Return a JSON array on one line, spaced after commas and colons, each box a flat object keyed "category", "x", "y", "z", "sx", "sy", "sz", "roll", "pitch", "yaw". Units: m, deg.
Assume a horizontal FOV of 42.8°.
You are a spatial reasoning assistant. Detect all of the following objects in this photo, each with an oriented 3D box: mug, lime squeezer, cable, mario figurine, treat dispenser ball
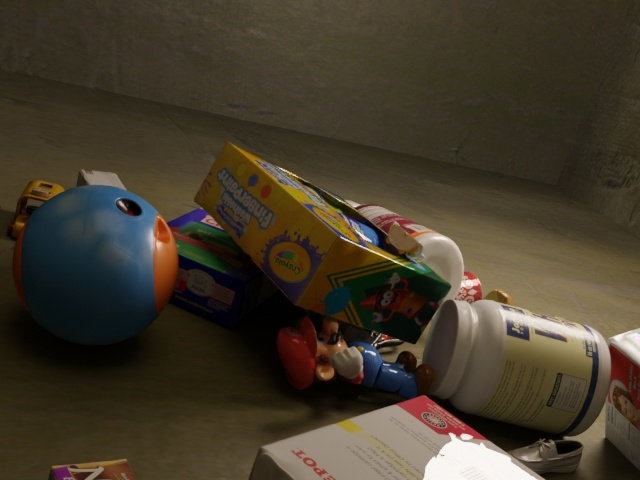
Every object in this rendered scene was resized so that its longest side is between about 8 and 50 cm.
[{"category": "mug", "x": 0.313, "y": 0.148, "z": 2.139, "sx": 0.169, "sy": 0.150, "sz": 0.113, "roll": 0, "pitch": 62, "yaw": -32}, {"category": "lime squeezer", "x": 0.015, "y": 0.178, "z": 1.763, "sx": 0.109, "sy": 0.059, "sz": 0.310, "roll": 3, "pitch": 22, "yaw": 36}, {"category": "cable", "x": 0.111, "y": 0.231, "z": 1.801, "sx": 0.139, "sy": 0.072, "sz": 0.287, "roll": 31, "pitch": 33, "yaw": 4}, {"category": "mario figurine", "x": 0.068, "y": 0.211, "z": 1.576, "sx": 0.320, "sy": 0.198, "sz": 0.170, "roll": 16, "pitch": 59, "yaw": -24}, {"category": "treat dispenser ball", "x": -0.401, "y": 0.044, "z": 1.466, "sx": 0.288, "sy": 0.288, "sz": 0.288, "roll": 16, "pitch": 19, "yaw": -6}]

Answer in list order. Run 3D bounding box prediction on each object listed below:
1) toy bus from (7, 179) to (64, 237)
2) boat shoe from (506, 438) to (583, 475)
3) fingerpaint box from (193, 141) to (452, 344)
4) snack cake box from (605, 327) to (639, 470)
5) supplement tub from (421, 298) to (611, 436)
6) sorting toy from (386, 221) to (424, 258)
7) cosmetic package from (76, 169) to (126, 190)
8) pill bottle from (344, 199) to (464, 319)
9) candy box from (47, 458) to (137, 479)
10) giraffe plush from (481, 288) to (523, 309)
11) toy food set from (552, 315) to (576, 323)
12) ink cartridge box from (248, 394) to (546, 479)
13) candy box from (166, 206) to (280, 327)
[{"category": "toy bus", "x": -0.641, "y": -0.068, "z": 1.846, "sx": 0.202, "sy": 0.105, "sz": 0.191, "roll": 28, "pitch": 22, "yaw": 29}, {"category": "boat shoe", "x": 0.426, "y": 0.405, "z": 1.544, "sx": 0.184, "sy": 0.063, "sz": 0.066, "roll": 9, "pitch": 21, "yaw": -24}, {"category": "fingerpaint box", "x": 0.000, "y": 0.000, "z": 1.723, "sx": 0.371, "sy": 0.163, "sz": 0.445, "roll": 23, "pitch": 13, "yaw": -43}, {"category": "snack cake box", "x": 0.657, "y": 0.329, "z": 1.644, "sx": 0.089, "sy": 0.265, "sz": 0.152, "roll": -16, "pitch": 30, "yaw": -12}, {"category": "supplement tub", "x": 0.393, "y": 0.255, "z": 1.667, "sx": 0.324, "sy": 0.236, "sz": 0.235, "roll": 15, "pitch": 19, "yaw": -8}, {"category": "sorting toy", "x": 0.179, "y": 0.011, "z": 1.655, "sx": 0.075, "sy": 0.045, "sz": 0.083, "roll": 33, "pitch": 8, "yaw": -48}, {"category": "cosmetic package", "x": -0.461, "y": -0.016, "z": 1.666, "sx": 0.085, "sy": 0.231, "sz": 0.117, "roll": 6, "pitch": 23, "yaw": -31}, {"category": "pill bottle", "x": 0.150, "y": 0.037, "z": 2.044, "sx": 0.224, "sy": 0.224, "sz": 0.392, "roll": 4, "pitch": 15, "yaw": -35}, {"category": "candy box", "x": -0.277, "y": 0.364, "z": 1.055, "sx": 0.109, "sy": 0.053, "sz": 0.186, "roll": 4, "pitch": 25, "yaw": -34}, {"category": "giraffe plush", "x": 0.413, "y": 0.212, "z": 1.977, "sx": 0.210, "sy": 0.182, "sz": 0.170, "roll": -12, "pitch": -6, "yaw": 26}, {"category": "toy food set", "x": 0.686, "y": 0.240, "z": 2.267, "sx": 0.192, "sy": 0.039, "sz": 0.132, "roll": 5, "pitch": 23, "yaw": -33}, {"category": "ink cartridge box", "x": 0.112, "y": 0.389, "z": 1.162, "sx": 0.384, "sy": 0.161, "sz": 0.279, "roll": -3, "pitch": 28, "yaw": -46}, {"category": "candy box", "x": -0.235, "y": 0.050, "z": 1.852, "sx": 0.268, "sy": 0.122, "sz": 0.317, "roll": 22, "pitch": 18, "yaw": 12}]
